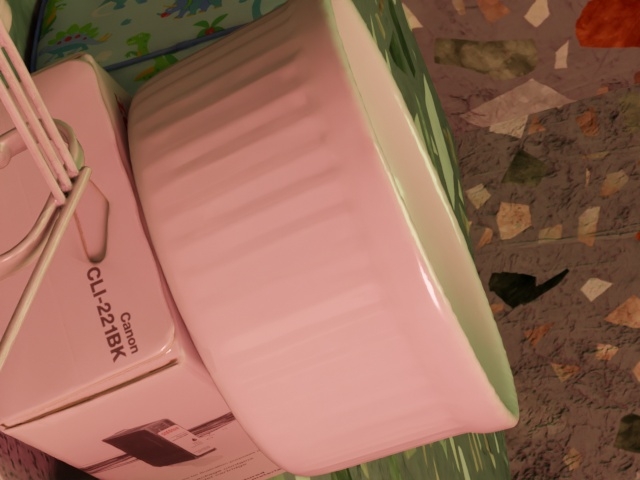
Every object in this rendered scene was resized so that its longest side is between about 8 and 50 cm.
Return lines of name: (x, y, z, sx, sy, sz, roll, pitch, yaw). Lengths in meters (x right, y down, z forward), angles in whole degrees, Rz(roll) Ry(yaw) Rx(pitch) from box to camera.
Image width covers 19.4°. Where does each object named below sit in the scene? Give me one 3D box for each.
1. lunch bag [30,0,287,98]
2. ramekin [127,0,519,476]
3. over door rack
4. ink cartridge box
lunch bag: (-0.086, -0.149, 1.299, 0.176, 0.219, 0.090, -93, 165, -50)
ramekin: (0.000, 0.000, 1.068, 0.277, 0.135, 0.277, -23, 90, -82)
over door rack: (-0.202, 0.011, 0.785, 0.239, 0.108, 0.324, 69, 24, -52)
ink cartridge box: (-0.113, 0.036, 1.122, 0.273, 0.114, 0.197, 50, 19, -67)
